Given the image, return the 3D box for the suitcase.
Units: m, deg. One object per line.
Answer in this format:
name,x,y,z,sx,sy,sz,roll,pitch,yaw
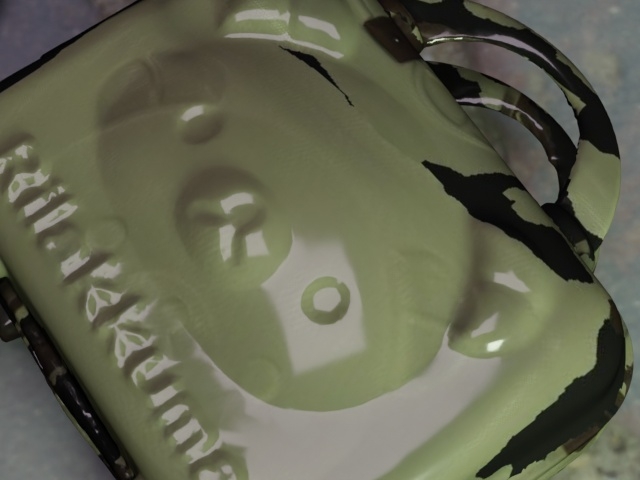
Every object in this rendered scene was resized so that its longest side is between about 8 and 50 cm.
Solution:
suitcase,0.000,0.000,1.074,0.339,0.194,0.351,-31,69,-12
